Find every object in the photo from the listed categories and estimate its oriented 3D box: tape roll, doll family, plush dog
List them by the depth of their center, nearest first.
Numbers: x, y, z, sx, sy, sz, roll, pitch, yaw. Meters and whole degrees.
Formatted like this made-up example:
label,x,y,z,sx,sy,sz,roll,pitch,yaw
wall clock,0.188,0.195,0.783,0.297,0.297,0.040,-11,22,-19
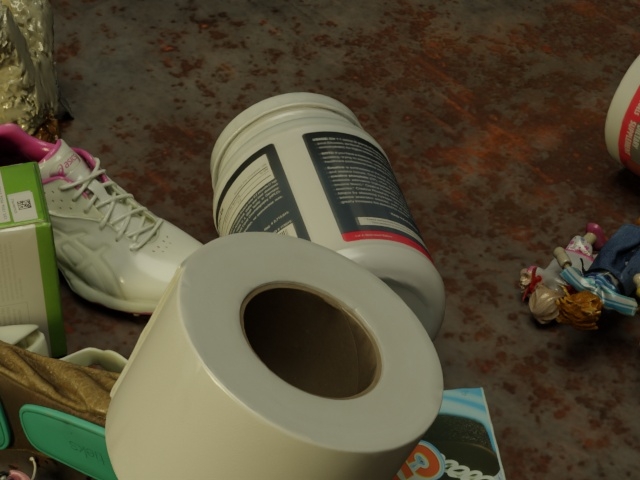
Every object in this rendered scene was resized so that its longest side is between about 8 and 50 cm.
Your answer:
label,x,y,z,sx,sy,sz,roll,pitch,yaw
tape roll,-0.040,0.136,1.547,0.246,0.169,0.246,19,37,-15
doll family,0.318,0.052,1.829,0.263,0.118,0.163,28,49,25
plush dog,-0.412,-0.162,2.030,0.225,0.211,0.262,-10,14,8

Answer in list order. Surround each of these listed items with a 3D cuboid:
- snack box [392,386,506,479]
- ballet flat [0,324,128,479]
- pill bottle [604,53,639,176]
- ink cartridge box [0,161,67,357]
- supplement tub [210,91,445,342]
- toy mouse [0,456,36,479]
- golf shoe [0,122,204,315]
label,x,y,z,sx,sy,sz,roll,pitch,yaw
snack box,0.007,0.231,1.673,0.321,0.060,0.187,-4,44,-6
ballet flat,-0.262,0.136,1.704,0.342,0.116,0.124,11,37,31
pill bottle,0.473,-0.086,1.940,0.176,0.176,0.318,-32,52,-31
ink cartridge box,-0.384,0.040,1.773,0.255,0.189,0.097,-9,45,-11
supplement tub,0.000,0.000,1.824,0.191,0.191,0.272,-9,44,-11
toy mouse,-0.285,0.258,1.652,0.143,0.031,0.161,-3,38,-14
golf shoe,-0.236,-0.021,1.882,0.306,0.140,0.115,21,45,18
